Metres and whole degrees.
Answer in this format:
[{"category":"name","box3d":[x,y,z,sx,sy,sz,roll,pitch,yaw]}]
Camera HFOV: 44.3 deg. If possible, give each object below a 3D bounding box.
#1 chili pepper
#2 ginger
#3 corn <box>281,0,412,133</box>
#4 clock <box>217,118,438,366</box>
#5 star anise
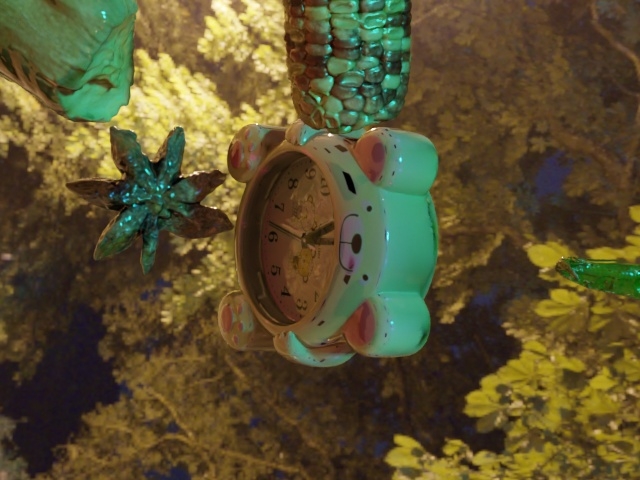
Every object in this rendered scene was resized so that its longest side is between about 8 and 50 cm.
[{"category":"chili pepper","box3d":[0.502,0.059,1.104,0.085,0.359,0.076,-93,-175,-62]},{"category":"ginger","box3d":[-0.272,-0.230,0.723,0.221,0.275,0.130,0,-131,52]},{"category":"corn","box3d":[0.016,-0.219,0.557,0.098,0.098,0.289,-142,-137,-60]},{"category":"clock","box3d":[0.000,0.000,0.890,0.309,0.114,0.283,2,-93,55]},{"category":"star anise","box3d":[-0.229,-0.067,1.057,0.196,0.212,0.073,64,-16,-7]}]
